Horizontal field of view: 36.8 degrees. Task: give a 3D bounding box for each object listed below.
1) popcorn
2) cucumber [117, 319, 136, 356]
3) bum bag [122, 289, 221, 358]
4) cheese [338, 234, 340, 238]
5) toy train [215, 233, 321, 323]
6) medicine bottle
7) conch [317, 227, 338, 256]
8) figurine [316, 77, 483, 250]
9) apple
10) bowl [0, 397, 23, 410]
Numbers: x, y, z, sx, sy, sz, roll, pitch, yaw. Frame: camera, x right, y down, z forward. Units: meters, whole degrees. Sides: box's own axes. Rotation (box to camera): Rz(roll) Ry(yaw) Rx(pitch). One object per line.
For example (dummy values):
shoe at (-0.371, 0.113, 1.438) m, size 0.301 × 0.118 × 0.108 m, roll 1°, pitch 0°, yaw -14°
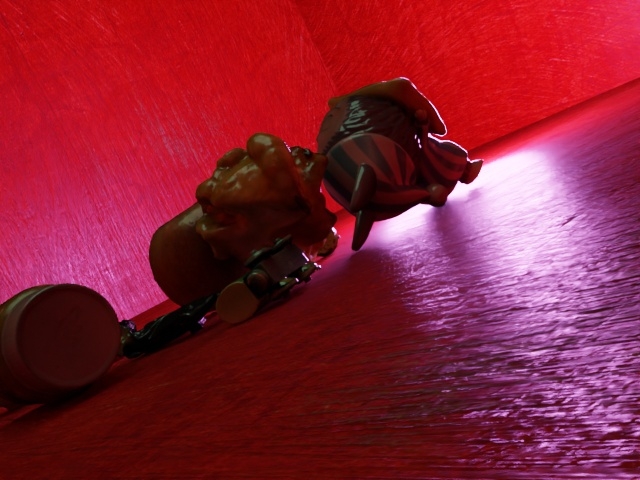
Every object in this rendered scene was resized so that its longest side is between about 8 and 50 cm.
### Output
popcorn at (-0.101, -0.071, 1.988) m, size 0.316 × 0.297 × 0.281 m, roll -38°, pitch 32°, yaw 24°
cucumber at (-0.474, 0.230, 2.280) m, size 0.081 × 0.072 × 0.303 m, roll -29°, pitch 3°, yaw -9°
bum bag at (-0.290, 0.170, 1.918) m, size 0.248 × 0.060 × 0.123 m, roll -26°, pitch 2°, yaw 41°
cheese at (-0.033, 0.030, 2.321) m, size 0.192 × 0.037 × 0.097 m, roll -28°, pitch 6°, yaw -24°
toy train at (-0.104, 0.076, 1.758) m, size 0.157 × 0.105 × 0.253 m, roll -40°, pitch -1°, yaw 18°
medicine bottle at (-0.517, 0.195, 1.817) m, size 0.224 × 0.224 × 0.384 m, roll -28°, pitch 3°, yaw -28°
conch at (0.000, 0.000, 2.204) m, size 0.089 × 0.074 × 0.121 m, roll 10°, pitch -8°, yaw 17°
figurine at (0.134, -0.111, 2.073) m, size 0.266 × 0.361 × 0.378 m, roll -27°, pitch 35°, yaw 55°
apple at (-0.221, 0.027, 2.147) m, size 0.293 × 0.251 × 0.163 m, roll -34°, pitch 10°, yaw -20°
bowl at (-0.692, 0.318, 2.220) m, size 0.211 × 0.112 × 0.211 m, roll -27°, pitch 3°, yaw 2°
